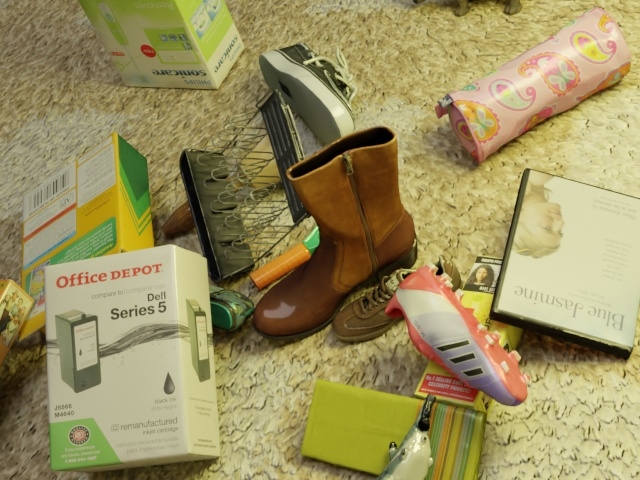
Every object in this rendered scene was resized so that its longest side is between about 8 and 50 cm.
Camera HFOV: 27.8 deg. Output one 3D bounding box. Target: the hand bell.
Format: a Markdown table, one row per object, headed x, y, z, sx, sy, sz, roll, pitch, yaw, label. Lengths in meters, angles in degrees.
| x | y | z | sx | sy | sz | roll | pitch | yaw | label |
| --- | --- | --- | --- | --- | --- | --- | --- | --- | --- |
| -0.143 | -0.079 | 1.986 | 0.242 | 0.126 | 0.126 | -35 | 43 | 7 | hand bell |

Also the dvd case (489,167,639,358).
| x | y | z | sx | sy | sz | roll | pitch | yaw | label |
| --- | --- | --- | --- | --- | --- | --- | --- | --- | --- |
| 0.327 | 0.023 | 1.664 | 0.180 | 0.022 | 0.253 | 16 | 53 | 4 | dvd case |

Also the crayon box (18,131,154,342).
| x | y | z | sx | sy | sz | roll | pitch | yaw | label |
| --- | --- | --- | --- | --- | --- | --- | --- | --- | --- |
| -0.355 | 0.009 | 1.954 | 0.203 | 0.083 | 0.323 | -32 | 40 | 18 | crayon box |

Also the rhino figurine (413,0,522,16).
| x | y | z | sx | sy | sz | roll | pitch | yaw | label |
| --- | --- | --- | --- | --- | --- | --- | --- | --- | --- |
| 0.236 | -0.431 | 2.134 | 0.243 | 0.106 | 0.073 | 2 | 49 | 25 | rhino figurine |

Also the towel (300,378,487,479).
| x | y | z | sx | sy | sz | roll | pitch | yaw | label |
| --- | --- | --- | --- | --- | --- | --- | --- | --- | --- |
| 0.088 | 0.239 | 1.585 | 0.237 | 0.021 | 0.102 | 8 | 79 | 30 | towel |

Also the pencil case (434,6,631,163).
| x | y | z | sx | sy | sz | roll | pitch | yaw | label |
| --- | --- | --- | --- | --- | --- | --- | --- | --- | --- |
| 0.313 | -0.229 | 1.895 | 0.284 | 0.124 | 0.124 | -30 | 43 | -2 | pencil case |

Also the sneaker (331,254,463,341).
| x | y | z | sx | sy | sz | roll | pitch | yaw | label |
| --- | --- | --- | --- | --- | --- | --- | --- | --- | --- |
| 0.096 | 0.071 | 1.736 | 0.188 | 0.071 | 0.066 | -23 | 43 | 1 | sneaker |

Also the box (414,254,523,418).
| x | y | z | sx | sy | sz | roll | pitch | yaw | label |
| --- | --- | --- | --- | --- | --- | --- | --- | --- | --- |
| 0.202 | 0.126 | 1.644 | 0.087 | 0.058 | 0.232 | 9 | 53 | 29 | box |

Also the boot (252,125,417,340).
| x | y | z | sx | sy | sz | roll | pitch | yaw | label |
| --- | --- | --- | --- | --- | --- | --- | --- | --- | --- |
| 0.003 | -0.001 | 1.691 | 0.264 | 0.280 | 0.096 | -24 | 57 | -2 | boot |

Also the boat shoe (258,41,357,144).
| x | y | z | sx | sy | sz | roll | pitch | yaw | label |
| --- | --- | --- | --- | --- | --- | --- | --- | --- | --- |
| 0.002 | -0.245 | 2.060 | 0.105 | 0.113 | 0.306 | -27 | 27 | -11 | boat shoe |

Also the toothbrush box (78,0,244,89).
| x | y | z | sx | sy | sz | roll | pitch | yaw | label |
| --- | --- | --- | --- | --- | --- | --- | --- | --- | --- |
| -0.285 | -0.403 | 2.212 | 0.206 | 0.283 | 0.122 | 6 | 52 | 28 | toothbrush box |

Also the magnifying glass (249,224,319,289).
| x | y | z | sx | sy | sz | roll | pitch | yaw | label |
| --- | --- | --- | --- | --- | --- | --- | --- | --- | --- |
| 0.000 | 0.000 | 1.883 | 0.231 | 0.026 | 0.092 | -33 | 44 | -8 | magnifying glass |

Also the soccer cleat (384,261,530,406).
| x | y | z | sx | sy | sz | roll | pitch | yaw | label |
| --- | --- | --- | --- | --- | --- | --- | --- | --- | --- |
| 0.165 | 0.128 | 1.570 | 0.095 | 0.083 | 0.248 | -47 | 46 | 12 | soccer cleat |

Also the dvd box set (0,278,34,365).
| x | y | z | sx | sy | sz | roll | pitch | yaw | label |
| --- | --- | --- | --- | --- | --- | --- | --- | --- | --- |
| -0.611 | 0.247 | 1.833 | 0.307 | 0.062 | 0.420 | -7 | 48 | 35 | dvd box set |

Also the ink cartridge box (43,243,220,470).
| x | y | z | sx | sy | sz | roll | pitch | yaw | label |
| --- | --- | --- | --- | --- | --- | --- | --- | --- | --- |
| -0.248 | 0.157 | 1.691 | 0.198 | 0.115 | 0.273 | -10 | 76 | 16 | ink cartridge box |

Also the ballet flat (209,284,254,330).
| x | y | z | sx | sy | sz | roll | pitch | yaw | label |
| --- | --- | --- | --- | --- | --- | --- | --- | --- | --- |
| -0.169 | 0.085 | 1.858 | 0.188 | 0.070 | 0.070 | 19 | 58 | 37 | ballet flat |

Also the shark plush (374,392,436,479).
| x | y | z | sx | sy | sz | roll | pitch | yaw | label |
| --- | --- | --- | --- | --- | --- | --- | --- | --- | --- |
| 0.092 | 0.256 | 1.535 | 0.067 | 0.073 | 0.161 | 13 | 89 | 62 | shark plush |

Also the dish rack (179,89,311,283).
| x | y | z | sx | sy | sz | roll | pitch | yaw | label |
| --- | --- | --- | --- | --- | --- | --- | --- | --- | --- |
| -0.101 | -0.079 | 1.820 | 0.074 | 0.271 | 0.208 | -10 | 74 | -30 | dish rack |
